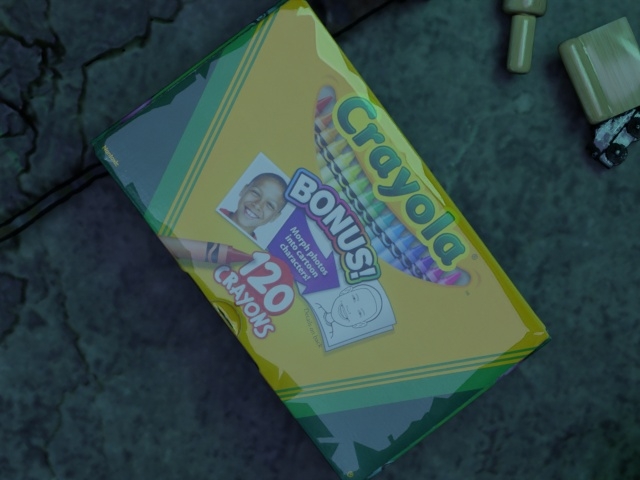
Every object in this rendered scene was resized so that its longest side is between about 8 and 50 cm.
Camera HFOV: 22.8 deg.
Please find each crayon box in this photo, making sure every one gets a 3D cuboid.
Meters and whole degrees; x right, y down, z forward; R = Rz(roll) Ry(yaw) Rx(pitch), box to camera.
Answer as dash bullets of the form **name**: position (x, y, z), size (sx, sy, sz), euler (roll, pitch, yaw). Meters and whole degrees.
- **crayon box**: position (0.000, 0.000, 1.037), size (0.165, 0.081, 0.278), euler (-37, 95, -2)

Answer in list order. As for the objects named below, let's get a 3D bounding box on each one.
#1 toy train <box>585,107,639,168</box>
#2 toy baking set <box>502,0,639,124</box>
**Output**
- **toy train**: position (0.234, -0.117, 1.080), size (0.036, 0.027, 0.158), euler (39, 88, 5)
- **toy baking set**: position (0.221, -0.204, 1.065), size (0.197, 0.030, 0.256), euler (2, 89, 0)
